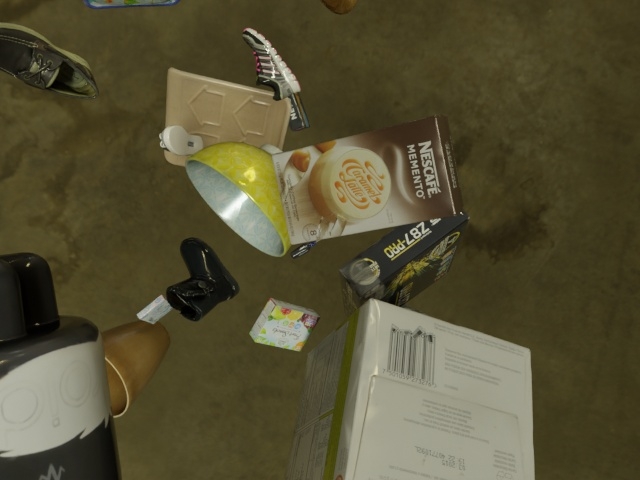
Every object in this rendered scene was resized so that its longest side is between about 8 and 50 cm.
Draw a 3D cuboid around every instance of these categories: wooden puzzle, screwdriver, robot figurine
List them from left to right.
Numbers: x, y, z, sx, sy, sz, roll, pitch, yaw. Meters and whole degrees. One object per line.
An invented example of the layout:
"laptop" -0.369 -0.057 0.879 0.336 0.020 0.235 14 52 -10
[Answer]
"robot figurine" -0.232 0.151 0.375 0.174 0.209 0.278 -4 94 32
"wooden puzzle" -0.274 -0.330 1.613 0.348 0.322 0.080 14 45 -5
"screwdriver" 0.000 0.000 1.403 0.170 0.024 0.025 -27 109 -8

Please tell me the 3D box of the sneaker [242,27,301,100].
"sneaker" -0.118 -0.368 1.180 0.075 0.063 0.170 -39 105 2

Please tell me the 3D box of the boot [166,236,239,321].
"boot" -0.377 0.108 1.624 0.246 0.207 0.094 47 121 9

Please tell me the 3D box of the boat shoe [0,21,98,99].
"boat shoe" -0.463 -0.292 0.927 0.073 0.223 0.080 46 105 18

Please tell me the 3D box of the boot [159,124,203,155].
"boot" -0.358 -0.236 1.335 0.086 0.190 0.069 6 90 10

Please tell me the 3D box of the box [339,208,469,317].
"box" 0.202 0.076 1.411 0.318 0.395 0.097 -33 69 -9

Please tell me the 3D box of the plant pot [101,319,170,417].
"plant pot" -0.568 0.344 1.629 0.237 0.237 0.254 33 33 11

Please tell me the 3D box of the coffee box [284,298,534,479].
"coffee box" 0.152 0.361 1.035 0.338 0.334 0.338 20 56 -12

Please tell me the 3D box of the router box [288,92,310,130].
"router box" -0.087 -0.416 1.650 0.046 0.133 0.178 -18 100 10

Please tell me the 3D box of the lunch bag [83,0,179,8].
"lunch bag" -0.252 -0.358 0.728 0.129 0.096 0.151 -12 29 -20

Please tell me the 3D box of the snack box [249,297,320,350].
"snack box" -0.081 0.195 1.274 0.100 0.141 0.037 -59 42 11

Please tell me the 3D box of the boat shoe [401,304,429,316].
"boat shoe" 0.304 0.316 1.657 0.118 0.320 0.103 -38 34 -10

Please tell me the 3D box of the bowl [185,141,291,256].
"bowl" -0.135 -0.117 1.208 0.289 0.289 0.156 38 70 13

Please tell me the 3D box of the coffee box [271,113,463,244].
"coffee box" 0.069 -0.087 0.809 0.247 0.098 0.141 -11 96 22

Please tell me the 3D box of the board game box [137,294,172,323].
"board game box" -0.475 0.201 1.613 0.090 0.090 0.020 -39 71 -5

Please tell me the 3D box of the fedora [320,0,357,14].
"fedora" 0.027 -0.422 0.785 0.079 0.194 0.194 -28 72 -12
